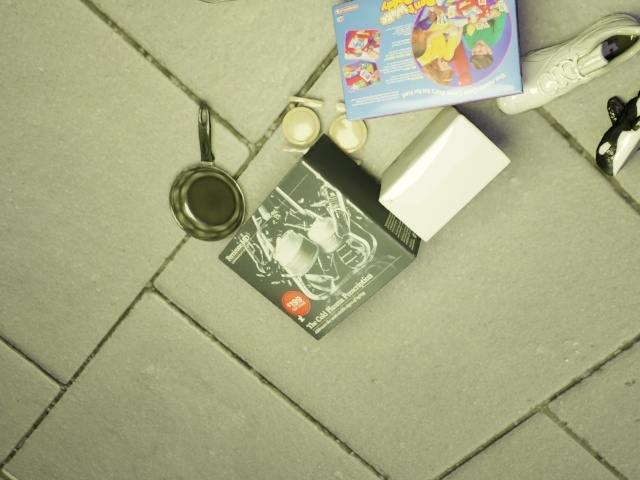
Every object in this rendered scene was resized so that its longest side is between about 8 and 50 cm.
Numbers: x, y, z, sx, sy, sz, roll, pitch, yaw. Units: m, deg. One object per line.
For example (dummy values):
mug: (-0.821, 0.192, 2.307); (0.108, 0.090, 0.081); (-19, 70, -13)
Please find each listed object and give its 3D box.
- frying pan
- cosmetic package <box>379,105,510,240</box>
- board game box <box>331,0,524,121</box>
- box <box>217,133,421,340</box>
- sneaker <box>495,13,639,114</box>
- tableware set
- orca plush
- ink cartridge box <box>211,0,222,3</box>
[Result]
frying pan: (-0.300, -0.152, 1.247); (0.197, 0.053, 0.326); (-15, 105, 14)
cosmetic package: (0.249, -0.150, 1.062); (0.138, 0.224, 0.224); (41, 112, -6)
board game box: (0.209, -0.380, 1.004); (0.347, 0.078, 0.233); (-3, 102, 25)
box: (0.000, 0.000, 1.154); (0.312, 0.179, 0.343); (41, 122, -6)
sneaker: (0.490, -0.347, 1.001); (0.297, 0.129, 0.111); (-31, 104, 20)
tableware set: (0.010, -0.255, 1.163); (0.194, 0.039, 0.128); (11, 104, 3)
orca plush: (0.634, -0.277, 1.020); (0.102, 0.151, 0.287); (38, 119, 28)
ink cartridge box: (-0.210, -0.663, 0.923); (0.151, 0.270, 0.395); (-2, 110, 7)
